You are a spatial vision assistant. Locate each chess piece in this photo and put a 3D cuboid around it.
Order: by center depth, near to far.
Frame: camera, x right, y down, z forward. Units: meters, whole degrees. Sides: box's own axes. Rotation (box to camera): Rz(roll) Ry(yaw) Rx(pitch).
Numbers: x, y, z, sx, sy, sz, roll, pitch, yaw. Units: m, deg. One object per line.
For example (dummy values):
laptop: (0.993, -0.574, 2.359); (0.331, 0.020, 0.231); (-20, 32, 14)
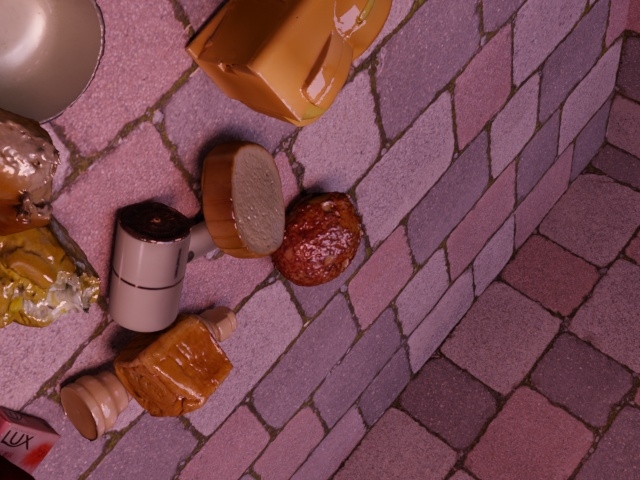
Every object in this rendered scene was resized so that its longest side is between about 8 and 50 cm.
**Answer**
chess piece: (-0.321, 0.244, 1.615); (0.397, 0.117, 0.117); (-31, 144, -41)

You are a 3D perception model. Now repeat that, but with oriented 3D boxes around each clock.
clock: (-0.029, -0.359, 1.306); (0.200, 0.244, 0.317); (37, 83, -47)

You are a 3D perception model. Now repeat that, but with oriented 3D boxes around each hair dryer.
hair dryer: (-0.238, 0.008, 1.507); (0.362, 0.128, 0.203); (-32, 144, -51)

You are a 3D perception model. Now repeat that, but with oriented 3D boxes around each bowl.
bowl: (-0.383, -0.251, 0.988); (0.211, 0.112, 0.211); (-38, 146, -31)

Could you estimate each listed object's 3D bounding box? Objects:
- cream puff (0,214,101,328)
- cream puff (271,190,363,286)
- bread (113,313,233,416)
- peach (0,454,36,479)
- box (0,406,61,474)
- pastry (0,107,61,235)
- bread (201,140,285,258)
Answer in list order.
cream puff: (-0.440, 0.039, 1.163); (0.195, 0.194, 0.221); (-49, 163, -14)
cream puff: (0.000, 0.000, 1.816); (0.240, 0.164, 0.240); (-38, 142, -37)
bread: (-0.276, 0.230, 1.493); (0.158, 0.149, 0.143); (52, 50, -19)
peach: (-0.573, 0.460, 1.192); (0.406, 0.335, 0.310); (29, 93, -42)
box: (-0.551, 0.364, 1.433); (0.111, 0.060, 0.156); (-55, 153, -6)
pastry: (-0.437, -0.076, 0.956); (0.235, 0.121, 0.257); (6, 157, -21)
bread: (-0.140, -0.074, 1.492); (0.236, 0.070, 0.236); (-4, 90, -68)
